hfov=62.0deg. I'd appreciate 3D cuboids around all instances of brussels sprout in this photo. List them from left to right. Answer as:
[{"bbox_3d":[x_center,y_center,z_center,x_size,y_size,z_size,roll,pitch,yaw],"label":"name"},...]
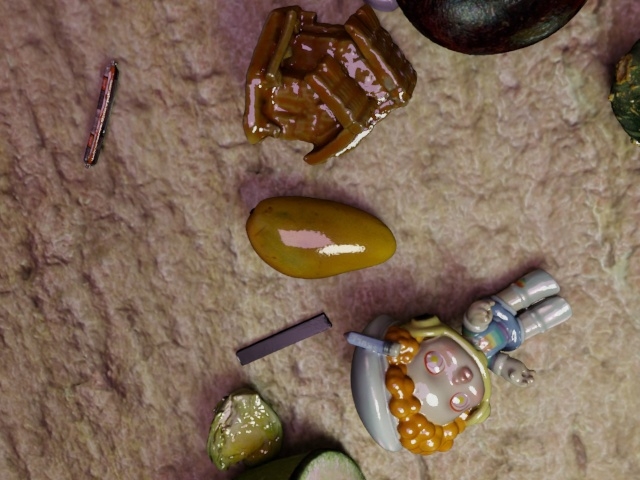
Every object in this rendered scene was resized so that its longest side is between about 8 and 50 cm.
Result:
[{"bbox_3d":[-0.138,0.352,0.996,0.139,0.100,0.180,4,102,-3],"label":"brussels sprout"}]

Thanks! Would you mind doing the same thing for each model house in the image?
[{"bbox_3d":[0.025,-0.237,0.797,0.230,0.199,0.219,8,115,11],"label":"model house"}]

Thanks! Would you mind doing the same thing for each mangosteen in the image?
[{"bbox_3d":[0.226,-0.377,0.688,0.288,0.288,0.287,2,102,8],"label":"mangosteen"}]

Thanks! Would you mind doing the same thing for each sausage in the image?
[{"bbox_3d":[-0.388,-0.220,0.942,0.028,0.025,0.198,25,105,18],"label":"sausage"}]

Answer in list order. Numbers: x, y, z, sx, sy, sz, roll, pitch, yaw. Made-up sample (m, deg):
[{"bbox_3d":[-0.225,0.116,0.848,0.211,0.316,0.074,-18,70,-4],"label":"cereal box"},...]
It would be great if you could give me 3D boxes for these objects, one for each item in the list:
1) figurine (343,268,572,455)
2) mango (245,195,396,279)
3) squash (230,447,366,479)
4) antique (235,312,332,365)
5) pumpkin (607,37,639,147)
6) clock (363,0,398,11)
[{"bbox_3d":[0.230,0.197,0.877,0.382,0.205,0.224,-17,96,-8],"label":"figurine"},{"bbox_3d":[0.000,0.000,0.890,0.254,0.113,0.138,8,99,-1],"label":"mango"},{"bbox_3d":[-0.091,0.552,0.965,0.309,0.310,0.310,-20,99,31],"label":"squash"},{"bbox_3d":[-0.069,0.183,0.987,0.192,0.015,0.031,-25,96,12],"label":"antique"},{"bbox_3d":[0.507,-0.220,0.747,0.191,0.146,0.190,-4,101,-21],"label":"pumpkin"},{"bbox_3d":[0.095,-0.439,0.809,0.110,0.050,0.152,22,104,4],"label":"clock"}]
